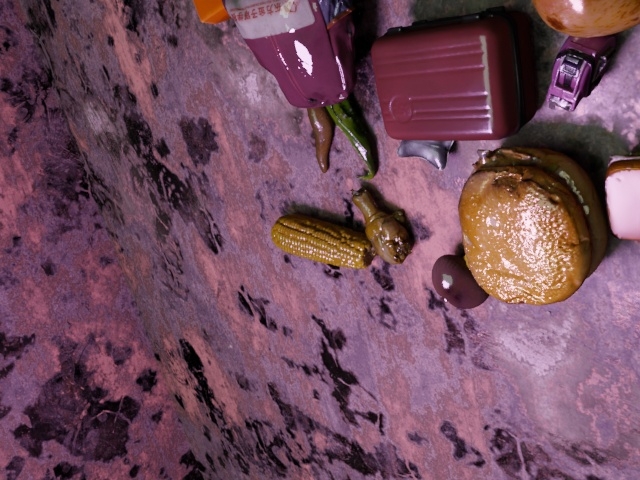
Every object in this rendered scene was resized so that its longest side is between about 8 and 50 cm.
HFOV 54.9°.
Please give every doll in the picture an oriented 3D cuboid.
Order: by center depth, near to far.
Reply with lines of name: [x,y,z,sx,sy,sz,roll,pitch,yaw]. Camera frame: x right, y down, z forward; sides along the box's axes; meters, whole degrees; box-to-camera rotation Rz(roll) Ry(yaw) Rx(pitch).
doll: [0.344,0.082,1.410,0.188,0.096,0.145,-27,108,27]

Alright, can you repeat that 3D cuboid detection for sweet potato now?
sweet potato: [0.003,-0.280,1.576,0.069,0.059,0.250,41,146,53]

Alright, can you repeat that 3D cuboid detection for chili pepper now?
chili pepper: [0.051,-0.311,1.495,0.084,0.076,0.359,-20,98,26]

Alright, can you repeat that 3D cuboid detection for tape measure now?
tape measure: [0.440,-0.291,1.035,0.074,0.118,0.125,34,152,27]

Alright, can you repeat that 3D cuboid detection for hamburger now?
hamburger: [0.564,-0.074,1.058,0.137,0.087,0.166,13,124,43]
hamburger: [0.398,-0.034,1.196,0.289,0.170,0.315,8,120,48]

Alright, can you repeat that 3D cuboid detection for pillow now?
pillow: [0.234,-0.215,1.360,0.135,0.055,0.091,26,129,33]

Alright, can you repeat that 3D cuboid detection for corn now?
corn: [0.000,0.000,1.710,0.363,0.120,0.121,12,122,40]

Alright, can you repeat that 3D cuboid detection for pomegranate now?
pomegranate: [0.419,-0.405,0.905,0.215,0.215,0.216,27,131,35]

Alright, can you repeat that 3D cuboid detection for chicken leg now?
chicken leg: [0.154,-0.045,1.544,0.228,0.088,0.103,63,152,6]

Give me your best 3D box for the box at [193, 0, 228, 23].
box: [-0.243,-0.732,1.488,0.224,0.143,0.342,-6,107,49]

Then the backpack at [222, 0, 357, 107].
backpack: [-0.031,-0.443,1.341,0.283,0.197,0.317,6,134,42]

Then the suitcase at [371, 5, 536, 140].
suitcase: [0.255,-0.310,1.190,0.297,0.161,0.237,9,119,44]
